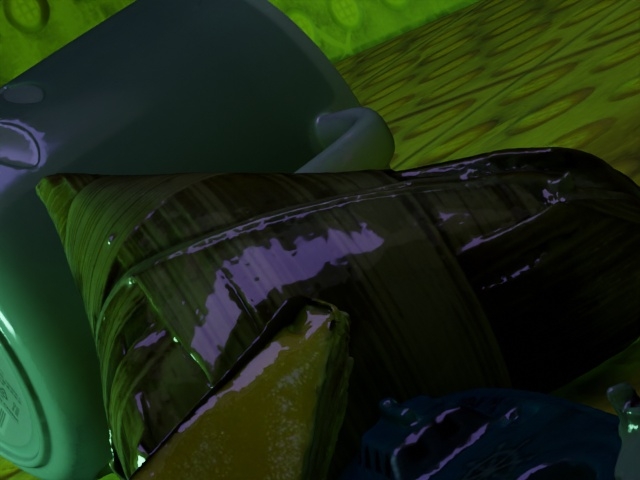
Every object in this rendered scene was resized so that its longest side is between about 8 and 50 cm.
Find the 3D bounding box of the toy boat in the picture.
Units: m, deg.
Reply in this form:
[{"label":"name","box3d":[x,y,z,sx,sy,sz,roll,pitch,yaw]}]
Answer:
[{"label":"toy boat","box3d":[0.065,0.091,0.667,0.134,0.092,0.299,-35,11,-15]}]

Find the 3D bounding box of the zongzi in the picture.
[{"label":"zongzi","box3d":[0.000,0.000,0.937,0.286,0.134,0.288,-25,41,-6]}]

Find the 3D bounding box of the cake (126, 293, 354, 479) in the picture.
[{"label":"cake","box3d":[-0.053,0.108,0.747,0.116,0.185,0.079,4,-23,8]}]

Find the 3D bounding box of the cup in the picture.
[{"label":"cup","box3d":[-0.105,-0.001,1.163,0.274,0.259,0.357,-36,14,-26]}]
